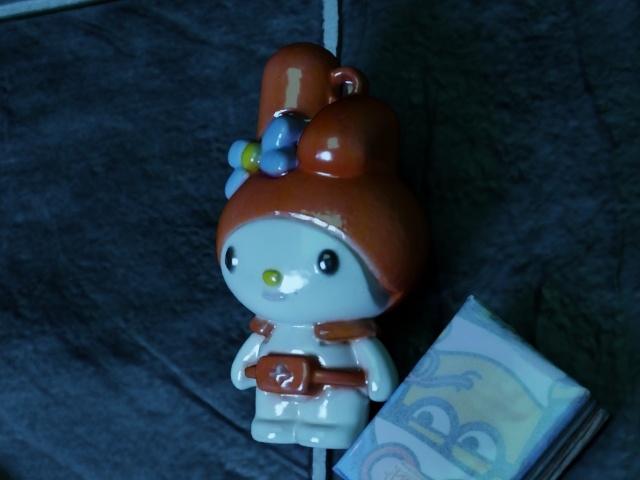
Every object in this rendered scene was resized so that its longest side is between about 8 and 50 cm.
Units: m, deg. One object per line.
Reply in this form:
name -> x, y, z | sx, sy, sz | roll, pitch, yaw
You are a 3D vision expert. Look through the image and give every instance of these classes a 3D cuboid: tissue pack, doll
tissue pack -> 0.101, 0.134, 1.085 | 0.115, 0.065, 0.155 | 39, 90, 33
doll -> 0.000, 0.000, 1.145 | 0.161, 0.130, 0.290 | 1, 85, 35
